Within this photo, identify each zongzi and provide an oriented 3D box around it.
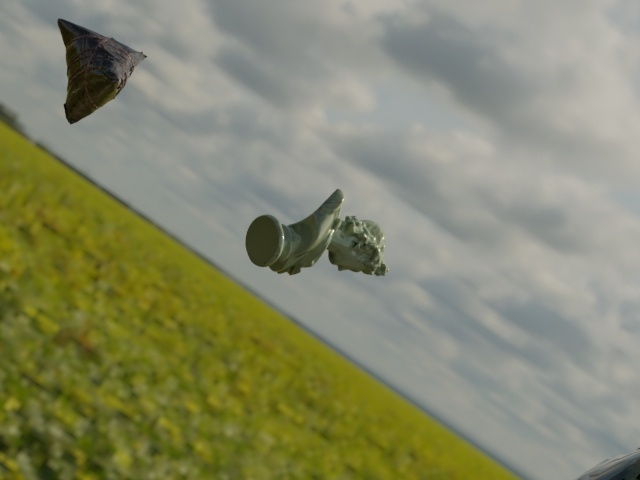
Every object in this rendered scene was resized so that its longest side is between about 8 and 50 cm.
[{"bbox_3d":[-0.166,-0.138,1.432,0.073,0.067,0.083,5,56,-34],"label":"zongzi"}]

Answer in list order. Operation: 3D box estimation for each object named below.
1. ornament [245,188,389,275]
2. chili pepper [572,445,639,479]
[{"bbox_3d":[-0.002,-0.001,1.053,0.068,0.092,0.041,112,-39,-55],"label":"ornament"},{"bbox_3d":[0.089,0.115,0.586,0.061,0.224,0.098,41,5,-20],"label":"chili pepper"}]
